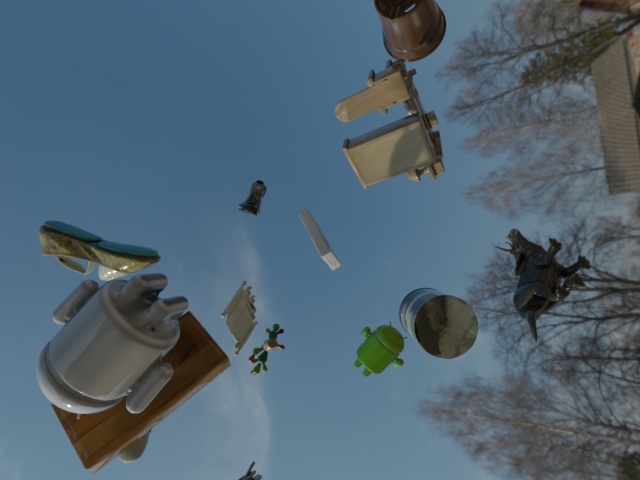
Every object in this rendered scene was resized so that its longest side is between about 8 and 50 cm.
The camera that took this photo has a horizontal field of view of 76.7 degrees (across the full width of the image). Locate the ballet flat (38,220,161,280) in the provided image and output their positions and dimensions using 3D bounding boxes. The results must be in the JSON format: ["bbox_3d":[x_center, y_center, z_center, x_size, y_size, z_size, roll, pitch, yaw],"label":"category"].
[{"bbox_3d":[-0.581,0.042,1.061,0.123,0.349,0.123,15,-90,-80],"label":"ballet flat"}]

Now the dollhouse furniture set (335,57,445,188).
[{"bbox_3d":[0.166,-0.307,0.986,0.303,0.174,0.355,56,-151,-32],"label":"dollhouse furniture set"}]

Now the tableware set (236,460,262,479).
[{"bbox_3d":[-0.225,0.571,0.907,0.194,0.128,0.039,-23,-105,-22],"label":"tableware set"}]

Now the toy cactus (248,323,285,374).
[{"bbox_3d":[-0.204,0.431,1.610,0.112,0.180,0.219,37,-118,-1],"label":"toy cactus"}]

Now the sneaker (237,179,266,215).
[{"bbox_3d":[-0.255,-0.169,1.548,0.086,0.228,0.132,19,-85,-10],"label":"sneaker"}]

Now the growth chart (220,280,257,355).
[{"bbox_3d":[-0.273,0.268,1.413,0.172,0.021,0.237,-56,-31,-42],"label":"growth chart"}]

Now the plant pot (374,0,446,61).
[{"bbox_3d":[0.215,-0.559,0.999,0.165,0.167,0.166,10,-103,-66],"label":"plant pot"}]

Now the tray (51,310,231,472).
[{"bbox_3d":[-0.480,0.395,1.118,0.411,0.203,0.076,-35,-28,-28],"label":"tray"}]

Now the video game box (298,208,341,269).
[{"bbox_3d":[0.000,0.000,1.571,0.205,0.048,0.187,61,-179,24],"label":"video game box"}]

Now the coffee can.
[{"bbox_3d":[0.394,0.272,1.391,0.275,0.202,0.201,63,-158,-87],"label":"coffee can"}]

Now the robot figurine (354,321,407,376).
[{"bbox_3d":[0.118,0.216,0.803,0.101,0.115,0.067,43,-166,14],"label":"robot figurine"}]

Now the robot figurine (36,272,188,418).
[{"bbox_3d":[-0.453,0.228,0.878,0.300,0.353,0.200,46,-176,11],"label":"robot figurine"}]

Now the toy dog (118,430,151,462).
[{"bbox_3d":[-0.576,0.519,1.236,0.161,0.334,0.220,14,-102,-11],"label":"toy dog"}]

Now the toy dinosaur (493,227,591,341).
[{"bbox_3d":[0.483,0.101,0.888,0.121,0.160,0.313,21,-125,-6],"label":"toy dinosaur"}]
